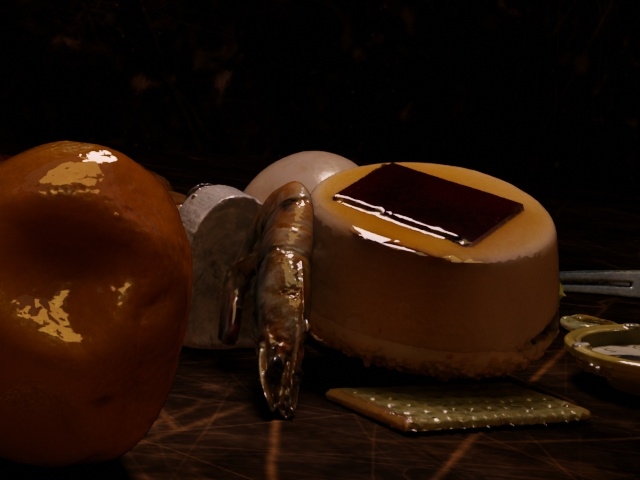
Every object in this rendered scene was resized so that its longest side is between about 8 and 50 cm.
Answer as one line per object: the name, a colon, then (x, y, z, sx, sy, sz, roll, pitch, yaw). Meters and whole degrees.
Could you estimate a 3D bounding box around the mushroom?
mushroom: (-0.003, -0.017, 2.005, 0.209, 0.206, 0.206, 0, 10, -40)

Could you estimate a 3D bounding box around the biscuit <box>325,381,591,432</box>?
biscuit: (0.135, 0.156, 1.506, 0.231, 0.016, 0.139, 2, 8, -34)

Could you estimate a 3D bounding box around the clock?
clock: (0.378, 0.137, 1.711, 0.237, 0.057, 0.237, 4, 8, -1)

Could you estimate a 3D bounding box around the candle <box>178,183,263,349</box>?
candle: (-0.100, 0.046, 1.680, 0.192, 0.168, 0.068, 54, -17, -27)

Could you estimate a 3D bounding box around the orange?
orange: (-0.213, 0.047, 1.192, 0.183, 0.249, 0.249, 10, 5, -24)

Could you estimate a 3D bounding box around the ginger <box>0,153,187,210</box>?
ginger: (-0.313, -0.024, 1.940, 0.358, 0.152, 0.274, 3, 8, -12)

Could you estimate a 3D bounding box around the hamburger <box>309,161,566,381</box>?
hamburger: (0.107, 0.037, 1.616, 0.302, 0.170, 0.302, 6, 24, -3)

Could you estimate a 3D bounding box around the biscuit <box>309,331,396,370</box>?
biscuit: (0.053, 0.101, 1.760, 0.224, 0.033, 0.144, 19, 14, 41)

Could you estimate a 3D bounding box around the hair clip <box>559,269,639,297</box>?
hair clip: (0.416, 0.067, 2.357, 0.275, 0.048, 0.083, 0, 10, -9)

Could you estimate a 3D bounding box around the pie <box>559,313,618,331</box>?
pie: (0.346, 0.109, 2.033, 0.085, 0.017, 0.085, 7, 7, -1)

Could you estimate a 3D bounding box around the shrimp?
shrimp: (-0.057, 0.071, 1.523, 0.058, 0.169, 0.296, 21, 44, -19)
